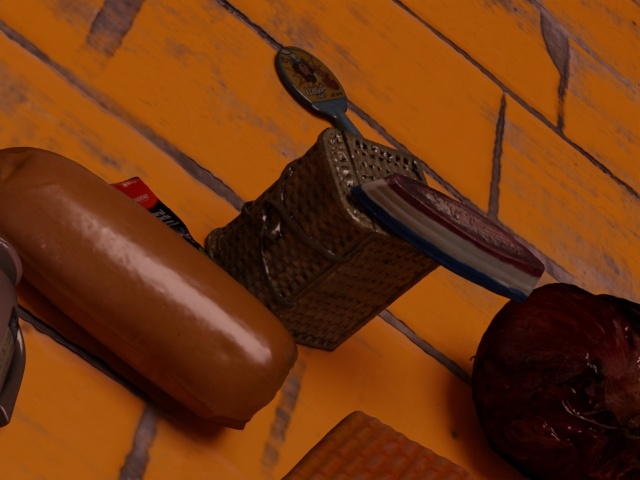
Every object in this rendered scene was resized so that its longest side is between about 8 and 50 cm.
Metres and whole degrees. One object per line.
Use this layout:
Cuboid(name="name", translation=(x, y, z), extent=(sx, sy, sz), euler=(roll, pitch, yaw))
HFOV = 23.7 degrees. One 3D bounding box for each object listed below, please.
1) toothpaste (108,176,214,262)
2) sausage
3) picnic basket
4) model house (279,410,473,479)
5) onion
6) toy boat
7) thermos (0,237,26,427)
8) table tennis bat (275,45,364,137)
Cuboid(name="toothpaste", translation=(-0.145, 0.011, 1.499), extent=(0.193, 0.045, 0.071), euler=(50, 32, 16))
Cuboid(name="sausage", translation=(-0.181, 0.028, 1.376), extent=(0.354, 0.116, 0.134), euler=(39, 43, -6))
Cuboid(name="picnic basket", translation=(0.000, 0.000, 1.533), extent=(0.154, 0.196, 0.134), euler=(15, 47, -41))
Cuboid(name="model house", translation=(0.035, 0.283, 1.227), extent=(0.237, 0.237, 0.202), euler=(49, 39, 1))
Cuboid(name="onion", translation=(0.293, 0.180, 1.669), extent=(0.281, 0.281, 0.221), euler=(41, 66, -10))
Cuboid(name="toy boat", translation=(0.127, -0.009, 1.475), extent=(0.229, 0.046, 0.080), euler=(30, 43, -30))
Cuboid(name="thermos", translation=(-0.284, 0.080, 1.224), extent=(0.193, 0.105, 0.137), euler=(-84, 150, -58))
Cuboid(name="table tennis bat", translation=(0.001, -0.181, 1.891), extent=(0.100, 0.019, 0.155), euler=(-13, 63, -55))
